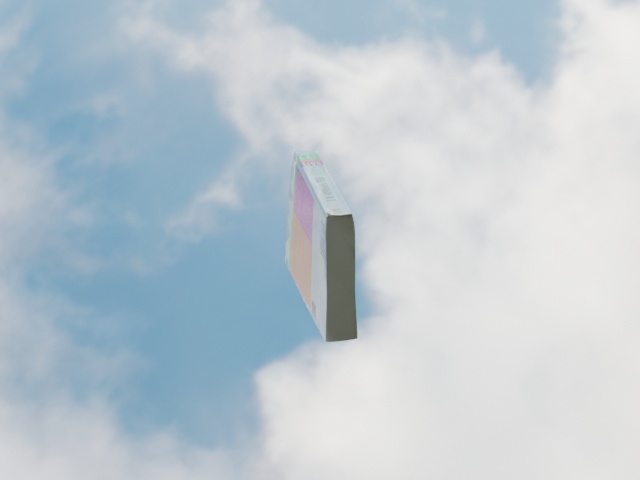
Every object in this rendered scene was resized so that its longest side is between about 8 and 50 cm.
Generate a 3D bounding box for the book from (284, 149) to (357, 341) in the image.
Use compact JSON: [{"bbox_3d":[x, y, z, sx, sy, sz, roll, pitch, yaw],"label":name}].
[{"bbox_3d":[0.000,0.000,0.982,0.035,0.144,0.096,-5,-67,-9],"label":"book"}]
